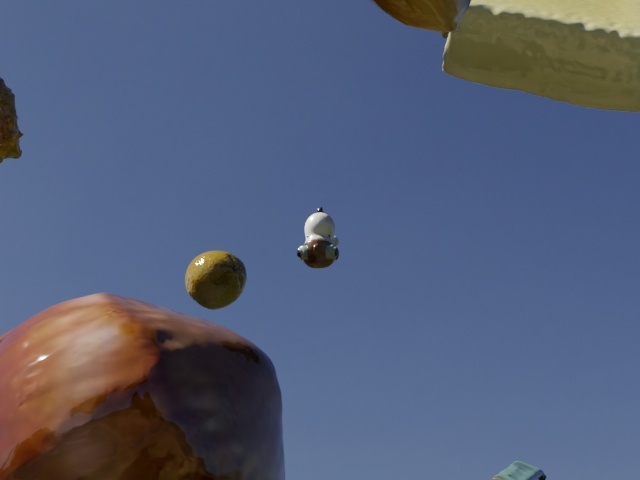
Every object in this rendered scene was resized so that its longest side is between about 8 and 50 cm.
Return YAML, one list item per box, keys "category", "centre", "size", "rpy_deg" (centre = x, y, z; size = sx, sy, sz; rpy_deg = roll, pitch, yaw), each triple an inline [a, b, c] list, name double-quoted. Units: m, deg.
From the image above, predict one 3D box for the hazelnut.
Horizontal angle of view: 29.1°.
- category: "hazelnut"
  centre: [-0.201, 0.214, 1.123]
  size: [0.372, 0.372, 0.315]
  rpy_deg: [-10, -53, 14]

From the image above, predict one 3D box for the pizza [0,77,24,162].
- category: "pizza"
  centre: [-0.249, -0.097, 0.786]
  size: [0.134, 0.175, 0.046]
  rpy_deg: [19, -17, -14]

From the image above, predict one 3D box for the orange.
- category: "orange"
  centre: [-0.145, 0.054, 1.731]
  size: [0.085, 0.085, 0.095]
  rpy_deg: [15, -24, -34]

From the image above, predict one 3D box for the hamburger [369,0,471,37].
- category: "hamburger"
  centre: [0.022, -0.228, 0.454]
  size: [0.143, 0.283, 0.156]
  rpy_deg: [-20, -19, 5]

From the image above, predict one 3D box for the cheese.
- category: "cheese"
  centre: [0.317, -0.271, 1.617]
  size: [0.265, 0.242, 0.124]
  rpy_deg: [14, -56, 14]

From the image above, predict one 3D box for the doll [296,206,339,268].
- category: "doll"
  centre: [0.000, 0.007, 1.199]
  size: [0.040, 0.058, 0.085]
  rpy_deg: [4, -25, 4]

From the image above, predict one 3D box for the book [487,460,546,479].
- category: "book"
  centre: [0.022, 0.195, 0.462]
  size: [0.025, 0.215, 0.282]
  rpy_deg: [20, 5, 19]
